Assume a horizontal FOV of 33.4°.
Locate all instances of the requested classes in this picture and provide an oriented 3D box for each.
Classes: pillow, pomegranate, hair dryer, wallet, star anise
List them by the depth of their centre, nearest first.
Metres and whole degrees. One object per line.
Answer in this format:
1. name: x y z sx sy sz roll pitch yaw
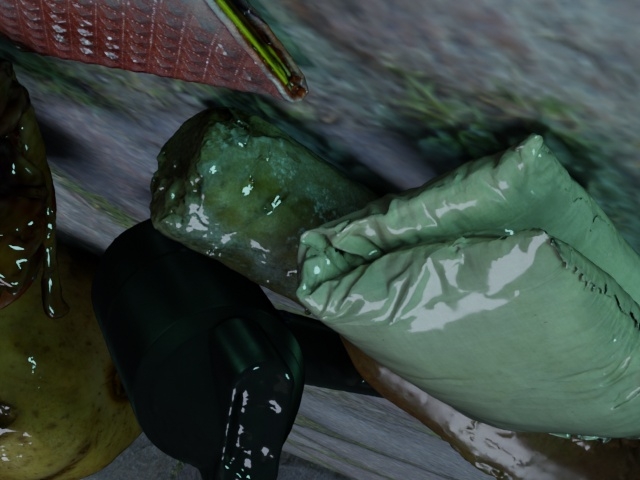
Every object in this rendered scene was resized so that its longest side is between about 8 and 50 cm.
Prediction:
1. wallet: -0.103 -0.102 0.460 0.196 0.020 0.103 14 161 38
2. pillow: 0.083 0.033 0.470 0.134 0.078 0.181 -14 143 35
3. star anise: -0.232 -0.066 0.588 0.190 0.126 0.220 14 141 15
4. hair dryer: 0.007 0.096 0.735 0.302 0.116 0.244 13 -163 -26
5. pomegranate: -0.314 0.136 1.182 0.281 0.281 0.281 23 166 6

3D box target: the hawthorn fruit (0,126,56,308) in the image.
1. hawthorn fruit: -0.265 -0.014 0.744 0.188 0.169 0.169 27 168 27

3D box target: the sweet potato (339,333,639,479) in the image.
1. sweet potato: 0.185 0.129 0.650 0.385 0.109 0.109 26 166 -6

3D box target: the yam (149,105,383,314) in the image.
1. yam: 0.000 0.000 0.545 0.179 0.078 0.078 31 165 -23
